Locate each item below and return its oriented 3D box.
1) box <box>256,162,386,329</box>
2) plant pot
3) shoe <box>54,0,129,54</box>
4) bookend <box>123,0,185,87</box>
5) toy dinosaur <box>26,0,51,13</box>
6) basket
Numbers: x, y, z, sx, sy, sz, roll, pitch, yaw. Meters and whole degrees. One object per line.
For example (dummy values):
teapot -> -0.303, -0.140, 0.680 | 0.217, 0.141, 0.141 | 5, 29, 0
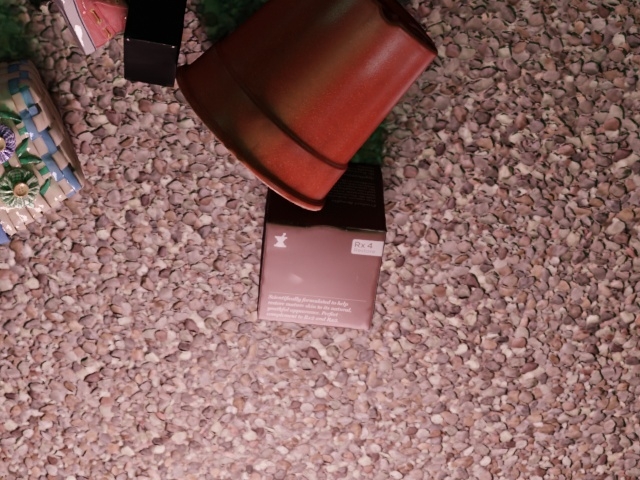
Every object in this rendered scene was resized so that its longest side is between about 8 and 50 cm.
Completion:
box -> 0.000, 0.000, 1.970 | 0.169, 0.203, 0.167 | 6, 121, -3
plant pot -> -0.005, -0.228, 1.817 | 0.272, 0.272, 0.265 | 39, 105, -20
shoe -> -0.311, -0.327, 1.825 | 0.081, 0.063, 0.178 | -33, 149, -10
bookend -> -0.219, -0.310, 1.852 | 0.072, 0.156, 0.157 | 9, 76, -5
toy dinosaur -> -0.387, -0.380, 1.836 | 0.268, 0.064, 0.118 | -38, 110, 25
basket -> -0.497, -0.115, 1.905 | 0.289, 0.201, 0.254 | -23, 119, 2
